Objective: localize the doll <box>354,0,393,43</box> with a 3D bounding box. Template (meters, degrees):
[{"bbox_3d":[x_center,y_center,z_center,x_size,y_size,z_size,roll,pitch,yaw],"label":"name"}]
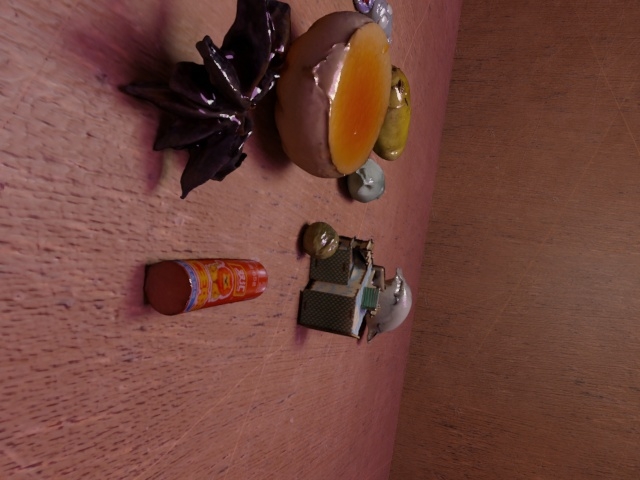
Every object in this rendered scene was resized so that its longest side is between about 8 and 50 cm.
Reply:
[{"bbox_3d":[0.144,-0.600,1.293,0.102,0.075,0.227,-60,144,-11],"label":"doll"}]

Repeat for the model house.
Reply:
[{"bbox_3d":[0.055,0.145,1.201,0.206,0.178,0.271,-57,152,-47],"label":"model house"}]

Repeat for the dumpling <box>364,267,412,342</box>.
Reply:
[{"bbox_3d":[0.221,0.221,1.751,0.175,0.243,0.227,55,7,-4],"label":"dumpling"}]

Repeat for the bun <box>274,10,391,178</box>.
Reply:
[{"bbox_3d":[0.006,-0.268,0.908,0.299,0.165,0.298,-46,145,-47],"label":"bun"}]

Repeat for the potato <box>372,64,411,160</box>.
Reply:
[{"bbox_3d":[0.188,-0.359,1.407,0.300,0.140,0.173,81,19,-53],"label":"potato"}]

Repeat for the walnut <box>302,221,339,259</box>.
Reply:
[{"bbox_3d":[0.000,0.000,1.120,0.092,0.092,0.092,8,90,-70],"label":"walnut"}]

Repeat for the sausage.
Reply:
[{"bbox_3d":[-0.150,0.063,0.749,0.274,0.074,0.074,5,93,-71],"label":"sausage"}]

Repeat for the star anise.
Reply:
[{"bbox_3d":[-0.122,-0.185,0.618,0.212,0.129,0.282,-47,176,-41],"label":"star anise"}]

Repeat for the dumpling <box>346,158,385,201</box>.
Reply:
[{"bbox_3d":[0.130,-0.182,1.364,0.217,0.105,0.149,36,64,-67],"label":"dumpling"}]
